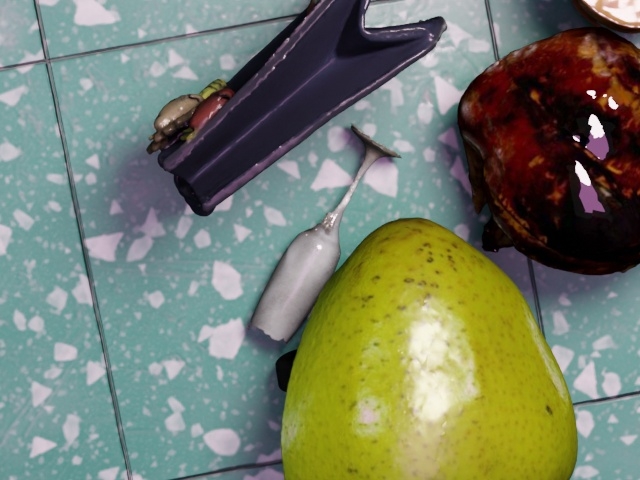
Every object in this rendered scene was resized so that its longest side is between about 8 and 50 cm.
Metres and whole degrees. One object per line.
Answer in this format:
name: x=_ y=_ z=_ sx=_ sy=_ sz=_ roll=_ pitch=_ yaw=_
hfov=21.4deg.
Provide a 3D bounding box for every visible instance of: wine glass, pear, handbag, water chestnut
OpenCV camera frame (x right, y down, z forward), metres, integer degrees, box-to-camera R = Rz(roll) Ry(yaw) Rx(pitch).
wine glass: x=0.000 y=0.000 z=1.907 sx=0.074 sy=0.074 sz=0.262 roll=29 pitch=96 yaw=-6
pear: x=0.125 y=0.130 z=1.794 sx=0.342 sy=0.238 sz=0.318 roll=-11 pitch=89 yaw=-44
handbag: x=-0.038 y=-0.163 z=1.764 sx=0.329 sy=0.303 sz=0.122 roll=-39 pitch=97 yaw=3
water chestnut: x=0.282 y=-0.088 z=1.831 sx=0.289 sy=0.244 sz=0.289 roll=-4 pitch=97 yaw=-37

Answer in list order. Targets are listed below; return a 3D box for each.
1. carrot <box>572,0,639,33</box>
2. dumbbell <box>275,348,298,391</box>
carrot: x=0.324 y=-0.305 z=1.788 sx=0.196 sy=0.254 sz=0.196 roll=0 pitch=90 yaw=1
dumbbell: x=0.012 y=0.218 z=1.915 sx=0.100 sy=0.100 sz=0.191 roll=-9 pitch=97 yaw=-2
